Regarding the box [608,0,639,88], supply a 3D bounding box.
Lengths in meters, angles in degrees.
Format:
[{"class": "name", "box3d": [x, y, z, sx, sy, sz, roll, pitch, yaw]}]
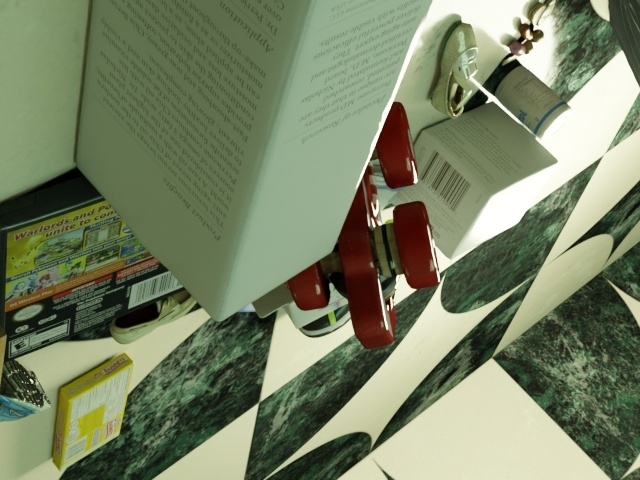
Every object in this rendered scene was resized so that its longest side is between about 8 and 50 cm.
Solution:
[{"class": "box", "box3d": [0.623, -0.258, 1.596, 0.297, 0.480, 0.472, -22, 164, 8]}]

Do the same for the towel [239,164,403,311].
[{"class": "towel", "box3d": [0.000, 0.000, 1.674, 0.285, 0.034, 0.209, -51, 158, 19]}]

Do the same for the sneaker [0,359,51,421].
[{"class": "sneaker", "box3d": [-0.360, 0.186, 1.303, 0.073, 0.063, 0.162, -30, 168, -9]}]

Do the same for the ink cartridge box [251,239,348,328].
[{"class": "ink cartridge box", "box3d": [-0.012, 0.039, 1.552, 0.198, 0.115, 0.067, -26, 143, -9]}]

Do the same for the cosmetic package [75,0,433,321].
[{"class": "cosmetic package", "box3d": [-0.062, -0.164, 0.949, 0.161, 0.230, 0.453, -30, 157, -34]}]

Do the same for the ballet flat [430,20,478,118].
[{"class": "ballet flat", "box3d": [0.192, -0.230, 1.550, 0.057, 0.052, 0.168, -35, 158, -22]}]

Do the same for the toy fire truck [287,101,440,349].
[{"class": "toy fire truck", "box3d": [0.052, -0.015, 1.385, 0.169, 0.302, 0.254, -13, 163, 9]}]

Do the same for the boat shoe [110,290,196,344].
[{"class": "boat shoe", "box3d": [-0.204, 0.081, 1.424, 0.135, 0.050, 0.045, -37, 164, -17]}]

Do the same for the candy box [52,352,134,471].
[{"class": "candy box", "box3d": [-0.315, 0.238, 1.558, 0.105, 0.027, 0.206, -32, 157, -35]}]

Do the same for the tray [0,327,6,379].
[{"class": "tray", "box3d": [-0.460, 0.237, 1.219, 0.203, 0.076, 0.411, -28, 156, -37]}]

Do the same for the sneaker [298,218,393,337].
[{"class": "sneaker", "box3d": [0.039, 0.052, 1.823, 0.234, 0.084, 0.097, -44, 136, -1]}]

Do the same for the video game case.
[{"class": "video game case", "box3d": [-0.226, 0.009, 1.223, 0.275, 0.035, 0.248, -22, 152, -30]}]

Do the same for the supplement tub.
[{"class": "supplement tub", "box3d": [0.332, -0.214, 1.768, 0.071, 0.107, 0.071, -37, 158, -18]}]

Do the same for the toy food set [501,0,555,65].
[{"class": "toy food set", "box3d": [0.311, -0.306, 1.672, 0.078, 0.019, 0.122, -30, 156, -32]}]

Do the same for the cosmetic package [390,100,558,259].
[{"class": "cosmetic package", "box3d": [0.235, -0.096, 1.754, 0.183, 0.151, 0.151, -24, 153, -40]}]
